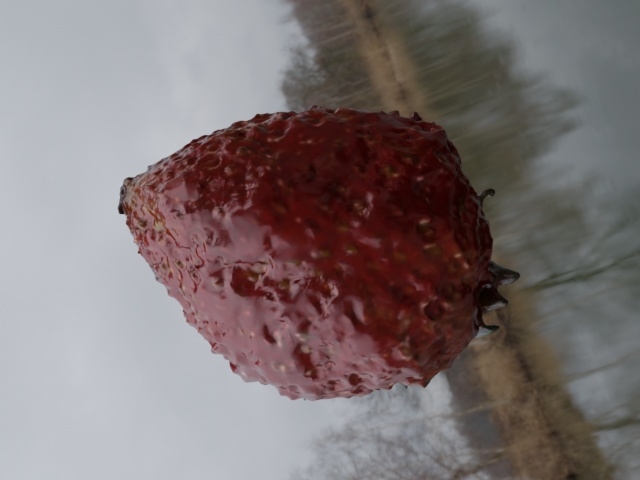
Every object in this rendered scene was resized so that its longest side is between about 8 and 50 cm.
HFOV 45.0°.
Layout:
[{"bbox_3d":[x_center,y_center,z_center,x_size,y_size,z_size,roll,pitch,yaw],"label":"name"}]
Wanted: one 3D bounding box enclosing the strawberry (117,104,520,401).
[{"bbox_3d":[0.000,0.000,0.348,0.082,0.187,0.146,162,123,-81],"label":"strawberry"}]
